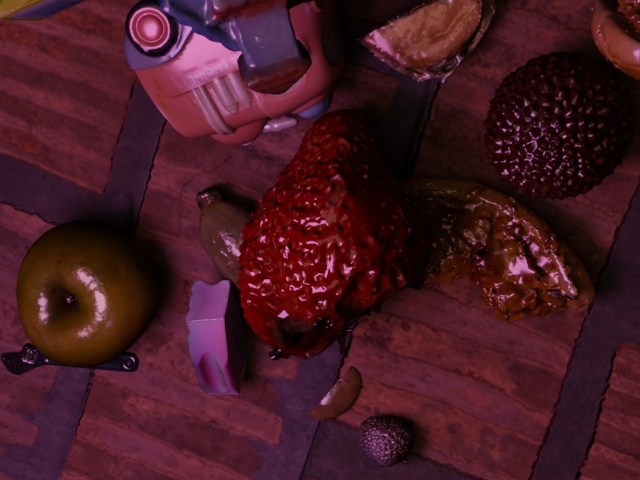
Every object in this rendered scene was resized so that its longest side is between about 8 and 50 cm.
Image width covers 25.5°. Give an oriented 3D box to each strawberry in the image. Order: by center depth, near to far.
[{"bbox_3d":[0.002,-0.001,1.717,0.261,0.261,0.257,-36,85,18],"label":"strawberry"}]

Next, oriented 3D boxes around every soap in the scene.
[{"bbox_3d":[-0.137,0.135,1.871,0.056,0.100,0.149,0,138,10],"label":"soap"}]

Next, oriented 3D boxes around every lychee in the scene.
[{"bbox_3d":[0.282,-0.131,1.672,0.188,0.188,0.188,3,102,14],"label":"lychee"},{"bbox_3d":[0.088,0.266,1.868,0.083,0.068,0.067,35,67,9],"label":"lychee"}]

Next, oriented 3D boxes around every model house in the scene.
[{"bbox_3d":[-0.054,-0.337,1.514,0.295,0.251,0.329,-22,123,-3],"label":"model house"}]

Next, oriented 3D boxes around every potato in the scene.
[{"bbox_3d":[0.021,0.215,1.887,0.037,0.036,0.093,43,107,7],"label":"potato"}]

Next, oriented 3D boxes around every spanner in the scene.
[{"bbox_3d":[-0.355,0.171,1.993,0.209,0.012,0.046,1,102,14],"label":"spanner"}]

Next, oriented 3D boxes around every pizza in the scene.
[{"bbox_3d":[0.202,0.014,1.775,0.305,0.085,0.161,25,107,10],"label":"pizza"}]

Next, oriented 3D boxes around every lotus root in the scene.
[{"bbox_3d":[-0.104,0.007,1.858,0.090,0.077,0.183,-39,91,18],"label":"lotus root"}]

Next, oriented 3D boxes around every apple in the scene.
[{"bbox_3d":[-0.308,0.069,1.883,0.196,0.157,0.196,3,101,15],"label":"apple"}]

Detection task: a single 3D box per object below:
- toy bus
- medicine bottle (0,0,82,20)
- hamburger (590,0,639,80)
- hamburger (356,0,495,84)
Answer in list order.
[{"bbox_3d":[-0.094,-0.240,1.754,0.288,0.194,0.232,-19,103,17],"label":"toy bus"},{"bbox_3d":[-0.313,-0.383,1.808,0.250,0.141,0.137,-19,92,17],"label":"medicine bottle"},{"bbox_3d":[0.450,-0.227,1.623,0.282,0.245,0.155,50,123,48],"label":"hamburger"},{"bbox_3d":[0.142,-0.250,1.744,0.176,0.087,0.102,-26,104,12],"label":"hamburger"}]
